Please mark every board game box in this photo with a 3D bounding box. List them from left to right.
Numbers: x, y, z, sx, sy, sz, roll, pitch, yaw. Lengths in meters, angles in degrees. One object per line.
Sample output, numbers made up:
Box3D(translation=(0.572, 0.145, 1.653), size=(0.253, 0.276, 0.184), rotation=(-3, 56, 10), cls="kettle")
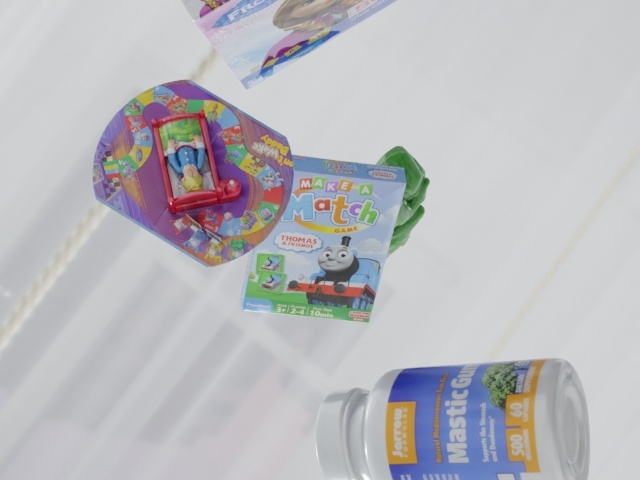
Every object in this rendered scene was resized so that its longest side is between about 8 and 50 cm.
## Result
Box3D(translation=(-0.105, -0.064, 1.065), size=(0.169, 0.133, 0.033), rotation=(32, 165, 6), cls="board game box")
Box3D(translation=(0.000, 0.000, 1.510), size=(0.160, 0.211, 0.039), rotation=(6, -145, -9), cls="board game box")
Box3D(translation=(0.021, -0.288, 1.304), size=(0.066, 0.319, 0.318), rotation=(59, -177, 7), cls="board game box")

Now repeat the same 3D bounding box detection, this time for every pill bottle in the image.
Box3D(translation=(0.138, 0.208, 1.372), size=(0.272, 0.152, 0.152), rotation=(-7, 157, 25), cls="pill bottle")

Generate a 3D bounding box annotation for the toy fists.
Box3D(translation=(0.113, -0.052, 2.092), size=(0.096, 0.142, 0.279), rotation=(27, 160, 13), cls="toy fists")
